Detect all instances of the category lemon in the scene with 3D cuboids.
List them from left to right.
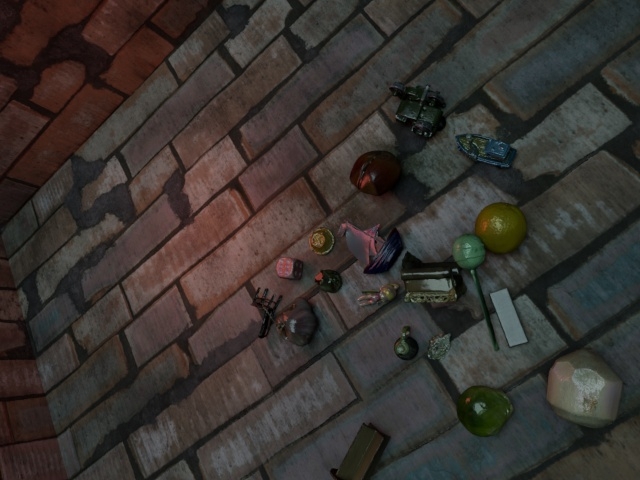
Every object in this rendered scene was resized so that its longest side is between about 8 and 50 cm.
[{"bbox_3d":[0.653,-0.041,1.714,0.178,0.178,0.203,18,117,28],"label":"lemon"}]

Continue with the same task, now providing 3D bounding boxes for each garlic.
[{"bbox_3d":[-0.148,0.341,2.025,0.256,0.207,0.207,22,89,-9],"label":"garlic"}]

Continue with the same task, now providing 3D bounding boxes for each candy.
[{"bbox_3d":[0.573,0.189,1.695,0.119,0.119,0.440,-15,93,23],"label":"candy"}]

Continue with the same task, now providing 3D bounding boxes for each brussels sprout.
[{"bbox_3d":[0.567,0.585,1.638,0.180,0.144,0.161,-33,44,-8],"label":"brussels sprout"}]

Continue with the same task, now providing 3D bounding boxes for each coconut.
[{"bbox_3d":[0.834,0.460,1.495,0.224,0.224,0.234,10,95,28],"label":"coconut"}]

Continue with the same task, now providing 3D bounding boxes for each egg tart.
[{"bbox_3d":[0.000,0.000,2.098,0.128,0.049,0.129,-5,76,23],"label":"egg tart"}]

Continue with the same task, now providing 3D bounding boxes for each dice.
[{"bbox_3d":[-0.141,0.127,2.115,0.094,0.091,0.093,1,80,26],"label":"dice"}]

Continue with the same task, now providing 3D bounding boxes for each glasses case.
[{"bbox_3d":[0.679,0.278,1.702,0.070,0.047,0.205,-21,70,16],"label":"glasses case"}]

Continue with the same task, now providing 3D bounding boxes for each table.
[{"bbox_3d":[0.162,0.821,1.789,0.167,0.167,0.227,26,82,28],"label":"table"}]

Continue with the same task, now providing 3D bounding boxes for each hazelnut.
[{"bbox_3d":[0.229,-0.290,1.978,0.212,0.181,0.181,32,113,38],"label":"hazelnut"}]

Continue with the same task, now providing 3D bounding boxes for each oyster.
[{"bbox_3d":[0.452,0.405,1.791,0.098,0.037,0.100,-9,75,25],"label":"oyster"}]

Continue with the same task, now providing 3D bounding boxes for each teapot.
[{"bbox_3d":[0.320,0.402,1.827,0.092,0.091,0.124,-25,69,18],"label":"teapot"}]

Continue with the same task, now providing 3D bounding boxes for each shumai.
[{"bbox_3d":[0.025,0.169,2.027,0.123,0.087,0.099,10,82,26],"label":"shumai"}]

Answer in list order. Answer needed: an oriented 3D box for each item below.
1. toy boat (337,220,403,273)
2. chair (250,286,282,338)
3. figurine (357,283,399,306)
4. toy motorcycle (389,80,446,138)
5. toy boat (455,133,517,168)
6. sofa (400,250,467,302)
[{"bbox_3d":[0.191,0.031,1.990,0.318,0.072,0.219,8,80,31],"label":"toy boat"},{"bbox_3d":[-0.266,0.329,2.139,0.101,0.084,0.213,22,89,25],"label":"chair"},{"bbox_3d":[0.237,0.222,1.930,0.187,0.083,0.083,-27,68,32],"label":"figurine"},{"bbox_3d":[0.401,-0.553,1.987,0.275,0.127,0.205,23,90,22],"label":"toy motorcycle"},{"bbox_3d":[0.635,-0.361,1.837,0.238,0.098,0.109,27,88,29],"label":"toy boat"},{"bbox_3d":[0.423,0.125,1.747,0.200,0.258,0.182,-3,91,27],"label":"sofa"}]
